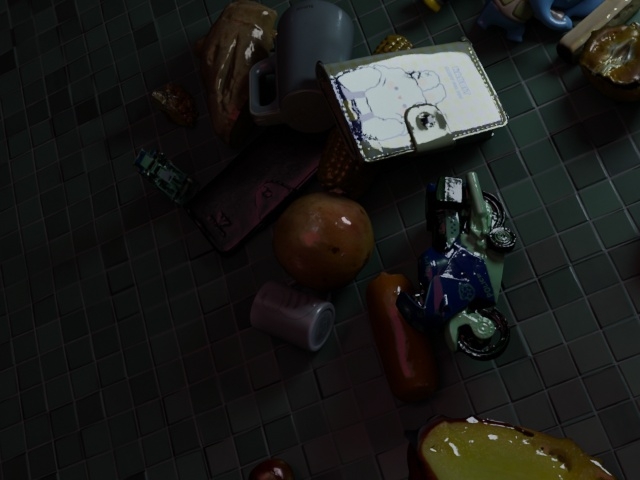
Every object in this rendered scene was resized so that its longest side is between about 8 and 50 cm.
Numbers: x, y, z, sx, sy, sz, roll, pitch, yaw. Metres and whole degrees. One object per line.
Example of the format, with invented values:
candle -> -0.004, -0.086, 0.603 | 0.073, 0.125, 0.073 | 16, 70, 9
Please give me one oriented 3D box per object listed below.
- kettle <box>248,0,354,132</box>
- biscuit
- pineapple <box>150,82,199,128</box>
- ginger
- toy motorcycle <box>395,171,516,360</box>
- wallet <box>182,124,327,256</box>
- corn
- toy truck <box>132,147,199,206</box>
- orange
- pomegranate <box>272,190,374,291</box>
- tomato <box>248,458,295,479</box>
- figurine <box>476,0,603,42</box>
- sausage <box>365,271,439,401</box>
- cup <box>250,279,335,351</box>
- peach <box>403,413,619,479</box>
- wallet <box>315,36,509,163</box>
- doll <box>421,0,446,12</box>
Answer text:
kettle -> -0.043, -0.331, 1.711 | 0.211, 0.160, 0.243 | -4, 51, 11
biscuit -> 0.524, -0.409, 1.628 | 0.188, 0.056, 0.052 | -42, 61, 0
pineapple -> -0.329, -0.296, 1.886 | 0.077, 0.114, 0.114 | -29, 57, 29
ginger -> -0.176, -0.355, 1.830 | 0.190, 0.126, 0.354 | -4, 67, 6
toy motorcycle -> 0.229, 0.045, 1.500 | 0.196, 0.125, 0.331 | 5, 64, -2
wallet -> -0.125, -0.120, 1.768 | 0.318, 0.045, 0.172 | -42, 61, 3
corn -> 0.094, -0.236, 1.692 | 0.120, 0.120, 0.363 | 17, 73, 25
toy truck -> -0.328, -0.135, 1.778 | 0.081, 0.175, 0.067 | 25, 81, 33
orange -> 0.547, -0.311, 1.553 | 0.160, 0.112, 0.170 | 1, 47, 32
pomegranate -> 0.003, -0.001, 1.594 | 0.191, 0.191, 0.191 | -7, 68, 18
tomato -> -0.087, 0.427, 1.530 | 0.087, 0.075, 0.087 | -5, 70, 15
figurine -> 0.432, -0.478, 1.654 | 0.180, 0.154, 0.262 | 46, 108, 19
sausage -> 0.143, 0.163, 1.535 | 0.098, 0.098, 0.238 | -19, 66, 13
cup -> -0.044, 0.123, 1.615 | 0.133, 0.099, 0.136 | 20, 79, 27
peach -> 0.292, 0.422, 1.325 | 0.362, 0.201, 0.257 | 8, 28, 8
wallet -> 0.168, -0.258, 1.606 | 0.309, 0.077, 0.223 | -15, 74, -20
doll -> 0.331, -0.575, 1.742 | 0.316, 0.145, 0.103 | -38, 95, 10
